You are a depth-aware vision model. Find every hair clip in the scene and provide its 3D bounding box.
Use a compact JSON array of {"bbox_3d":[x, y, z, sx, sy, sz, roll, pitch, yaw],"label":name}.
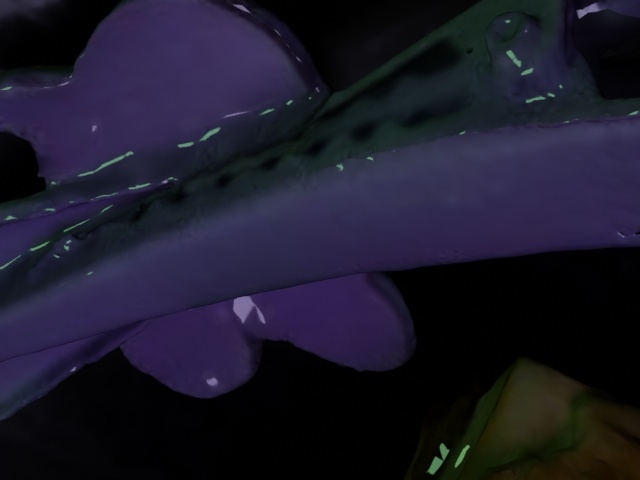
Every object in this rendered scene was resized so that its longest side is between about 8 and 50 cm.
[{"bbox_3d":[0.006,-0.011,0.424,0.278,0.090,0.137,-11,133,32],"label":"hair clip"}]

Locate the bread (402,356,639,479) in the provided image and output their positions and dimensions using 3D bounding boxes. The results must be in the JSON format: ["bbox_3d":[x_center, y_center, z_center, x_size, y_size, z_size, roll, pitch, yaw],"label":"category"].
[{"bbox_3d":[0.090,0.219,0.502,0.324,0.167,0.277,38,70,-23],"label":"bread"}]
